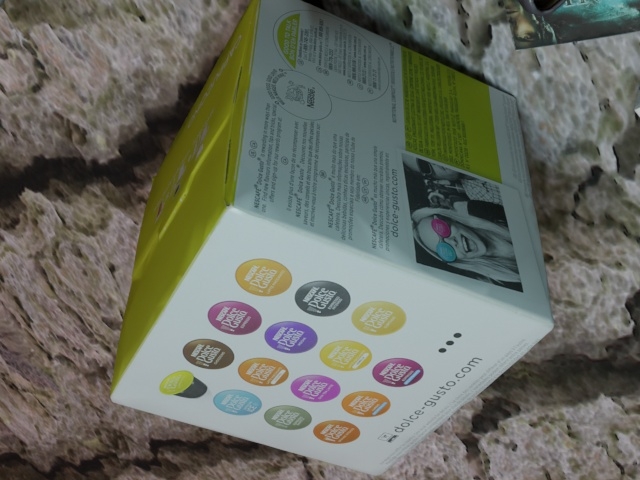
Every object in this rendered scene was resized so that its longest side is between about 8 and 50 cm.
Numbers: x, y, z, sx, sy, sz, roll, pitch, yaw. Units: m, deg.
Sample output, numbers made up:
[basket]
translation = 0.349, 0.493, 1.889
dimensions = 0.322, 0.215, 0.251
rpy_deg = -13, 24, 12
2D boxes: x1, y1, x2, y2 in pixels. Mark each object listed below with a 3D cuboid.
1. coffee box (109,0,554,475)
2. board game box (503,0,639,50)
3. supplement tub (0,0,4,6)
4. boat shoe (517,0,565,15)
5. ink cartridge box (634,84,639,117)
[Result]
[coffee box]
translation = 0.000, 0.000, 1.078
dimensions = 0.334, 0.338, 0.338
rpy_deg = 20, 135, -18
[board game box]
translation = 0.275, -0.265, 1.005
dimensions = 0.186, 0.026, 0.126
rpy_deg = -4, 124, 28
[supplement tub]
translation = -0.398, -0.410, 1.069
dimensions = 0.241, 0.241, 0.331
rpy_deg = 42, 132, -10
[boat shoe]
translation = 0.256, -0.327, 0.883
dimensions = 0.102, 0.092, 0.285
rpy_deg = 15, 126, -26
[ink cartridge box]
translation = 0.402, -0.123, 1.013
dimensions = 0.090, 0.092, 0.143
rpy_deg = -31, 110, 39
